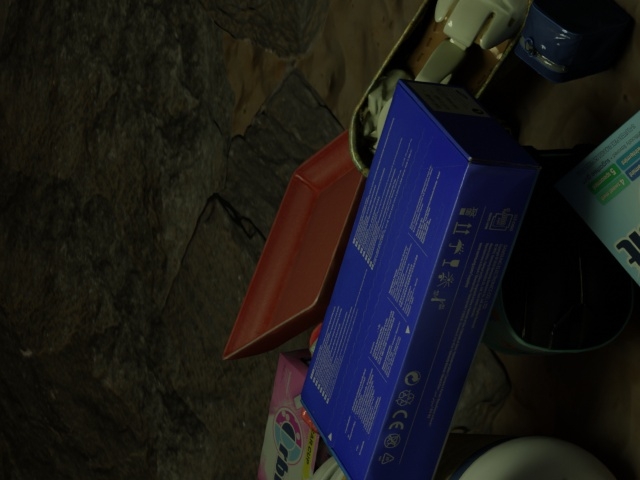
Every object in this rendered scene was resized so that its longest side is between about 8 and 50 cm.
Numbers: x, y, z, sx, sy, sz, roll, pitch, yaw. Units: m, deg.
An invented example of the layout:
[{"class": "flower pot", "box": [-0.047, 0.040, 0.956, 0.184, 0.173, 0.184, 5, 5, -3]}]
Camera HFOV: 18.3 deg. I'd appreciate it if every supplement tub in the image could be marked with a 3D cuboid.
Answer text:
[{"class": "supplement tub", "box": [0.133, 0.301, 1.945, 0.316, 0.228, 0.228, -6, 91, 59]}]

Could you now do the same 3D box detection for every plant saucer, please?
[{"class": "plant saucer", "box": [0.000, 0.000, 2.153, 0.259, 0.047, 0.258, -33, 33, 60]}]

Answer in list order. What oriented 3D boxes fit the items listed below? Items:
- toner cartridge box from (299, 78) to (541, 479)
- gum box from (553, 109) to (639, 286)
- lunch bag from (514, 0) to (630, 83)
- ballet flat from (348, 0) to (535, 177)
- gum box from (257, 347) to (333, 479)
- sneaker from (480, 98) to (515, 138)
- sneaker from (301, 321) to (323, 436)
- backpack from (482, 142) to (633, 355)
[{"class": "toner cartridge box", "box": [0.083, 0.046, 1.792, 0.165, 0.075, 0.348, -123, 44, -54]}, {"class": "gum box", "box": [0.310, -0.021, 1.706, 0.184, 0.041, 0.157, 50, 142, 4]}, {"class": "lunch bag", "box": [0.227, -0.183, 1.817, 0.067, 0.098, 0.065, 45, 136, 34]}, {"class": "ballet flat", "box": [0.129, -0.186, 1.871, 0.348, 0.123, 0.123, -57, 49, 34]}, {"class": "gum box", "box": [-0.009, 0.224, 2.312, 0.107, 0.062, 0.188, 41, 130, 47]}, {"class": "sneaker", "box": [0.161, -0.114, 1.988, 0.071, 0.066, 0.188, -35, 71, 37]}, {"class": "sneaker", "box": [0.059, 0.090, 2.107, 0.116, 0.136, 0.314, 43, 131, 45]}, {"class": "backpack", "box": [0.202, 0.016, 1.834, 0.144, 0.166, 0.188, -24, 72, 59]}]
